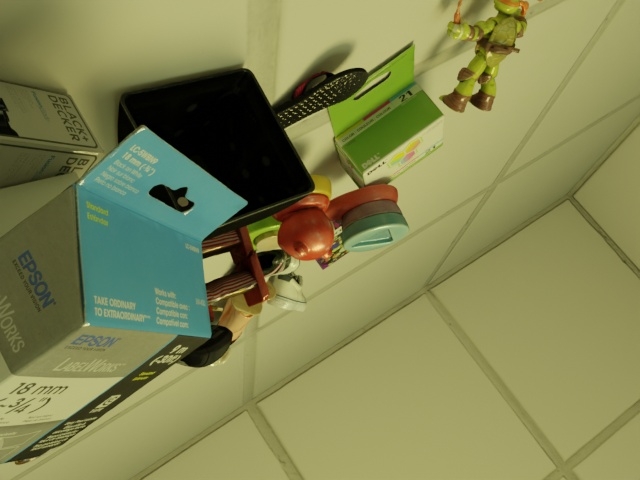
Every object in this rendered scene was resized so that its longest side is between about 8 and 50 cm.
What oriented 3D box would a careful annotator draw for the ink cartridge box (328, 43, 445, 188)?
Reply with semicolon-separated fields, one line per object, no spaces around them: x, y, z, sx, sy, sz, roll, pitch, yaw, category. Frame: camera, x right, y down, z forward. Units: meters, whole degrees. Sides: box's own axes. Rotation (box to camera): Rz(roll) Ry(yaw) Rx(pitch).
0.123;-0.203;1.185;0.188;0.097;0.255;-36;164;-2;ink cartridge box

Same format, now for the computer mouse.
-0.243;0.192;1.324;0.262;0.060;0.184;-2;-157;39;computer mouse

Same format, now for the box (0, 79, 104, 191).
-0.368;-0.072;0.604;0.169;0.087;0.290;-43;162;21;box

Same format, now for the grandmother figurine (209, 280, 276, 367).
-0.221;0.206;1.598;0.208;0.104;0.342;-36;170;-46;grandmother figurine

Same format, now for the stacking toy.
0.000;0.000;1.249;0.308;0.130;0.279;0;157;-40;stacking toy

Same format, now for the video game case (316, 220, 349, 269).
0.066;-0.024;1.631;0.210;0.042;0.232;-34;163;-3;video game case

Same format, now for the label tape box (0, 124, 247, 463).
-0.211;0.073;0.594;0.333;0.106;0.240;-36;163;5;label tape box

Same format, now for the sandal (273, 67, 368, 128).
-0.014;-0.221;0.992;0.179;0.040;0.067;-25;159;12;sandal

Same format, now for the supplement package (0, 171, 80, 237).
-0.295;0.032;0.690;0.105;0.105;0.179;-21;159;-40;supplement package

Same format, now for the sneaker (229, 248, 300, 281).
-0.136;0.055;1.387;0.178;0.072;0.077;-30;157;27;sneaker

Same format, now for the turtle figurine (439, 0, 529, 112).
0.296;-0.328;1.118;0.269;0.087;0.217;-24;141;-44;turtle figurine

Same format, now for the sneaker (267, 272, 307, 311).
-0.073;0.127;1.681;0.258;0.094;0.091;52;58;-86;sneaker

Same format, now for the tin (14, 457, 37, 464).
-0.638;0.459;1.555;0.189;0.040;0.106;-34;167;-8;tin

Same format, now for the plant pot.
-0.155;-0.083;0.853;0.188;0.187;0.167;-23;170;-37;plant pot

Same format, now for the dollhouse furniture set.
-0.247;0.079;1.139;0.201;0.152;0.374;-17;175;-23;dollhouse furniture set
